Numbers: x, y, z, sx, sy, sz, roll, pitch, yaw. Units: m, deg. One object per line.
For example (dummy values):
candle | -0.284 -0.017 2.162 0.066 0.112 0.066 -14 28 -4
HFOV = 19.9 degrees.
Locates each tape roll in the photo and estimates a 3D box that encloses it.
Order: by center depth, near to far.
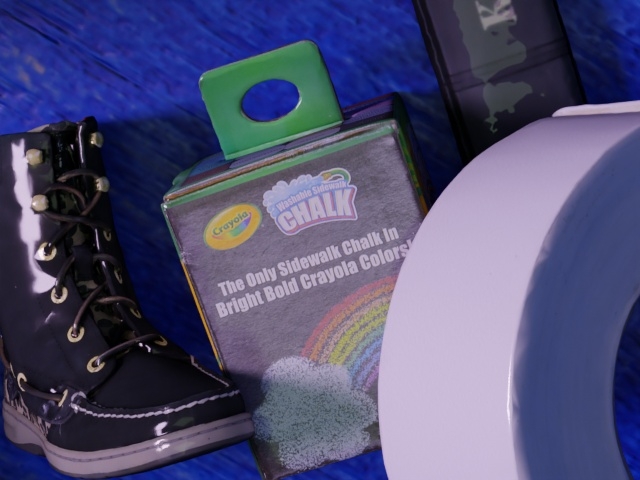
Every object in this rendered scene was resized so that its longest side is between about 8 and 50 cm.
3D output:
tape roll | 0.167 0.073 0.927 0.286 0.100 0.286 1 89 -36

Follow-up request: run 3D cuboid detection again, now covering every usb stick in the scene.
usb stick | 0.082 -0.153 0.993 0.077 0.045 0.278 -17 99 6

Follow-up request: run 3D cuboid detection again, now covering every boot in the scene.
boot | -0.122 0.026 0.956 0.085 0.236 0.178 -12 97 -29

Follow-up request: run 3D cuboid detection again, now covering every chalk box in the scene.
chalk box | 0.000 0.000 0.984 0.132 0.132 0.213 -17 99 7
